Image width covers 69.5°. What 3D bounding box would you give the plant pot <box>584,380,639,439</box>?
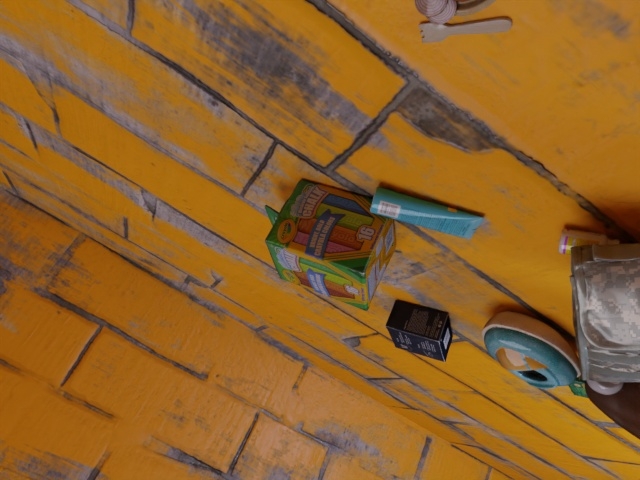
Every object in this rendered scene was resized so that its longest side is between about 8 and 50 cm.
[{"bbox_3d":[0.690,0.327,0.979,0.215,0.215,0.230,30,169,-7],"label":"plant pot"}]

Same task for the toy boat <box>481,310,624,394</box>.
[{"bbox_3d":[0.524,0.265,1.050,0.267,0.148,0.318,36,153,-18],"label":"toy boat"}]

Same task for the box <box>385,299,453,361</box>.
[{"bbox_3d":[0.288,0.262,1.334,0.158,0.093,0.156,11,151,28],"label":"box"}]

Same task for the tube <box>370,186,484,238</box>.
[{"bbox_3d":[0.201,-0.051,0.891,0.207,0.052,0.080,18,158,8],"label":"tube"}]

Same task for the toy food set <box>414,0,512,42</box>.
[{"bbox_3d":[0.139,-0.294,0.497,0.132,0.038,0.192,9,149,33],"label":"toy food set"}]

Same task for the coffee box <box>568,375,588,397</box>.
[{"bbox_3d":[0.738,0.379,1.182,0.184,0.040,0.113,0,144,45],"label":"coffee box"}]

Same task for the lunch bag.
[{"bbox_3d":[0.514,0.101,0.700,0.235,0.169,0.287,-7,140,27],"label":"lunch bag"}]

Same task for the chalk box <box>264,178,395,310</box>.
[{"bbox_3d":[0.000,0.000,1.020,0.289,0.179,0.180,17,152,20],"label":"chalk box"}]

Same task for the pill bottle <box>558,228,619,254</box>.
[{"bbox_3d":[0.443,0.007,0.764,0.083,0.043,0.043,12,150,30],"label":"pill bottle"}]
